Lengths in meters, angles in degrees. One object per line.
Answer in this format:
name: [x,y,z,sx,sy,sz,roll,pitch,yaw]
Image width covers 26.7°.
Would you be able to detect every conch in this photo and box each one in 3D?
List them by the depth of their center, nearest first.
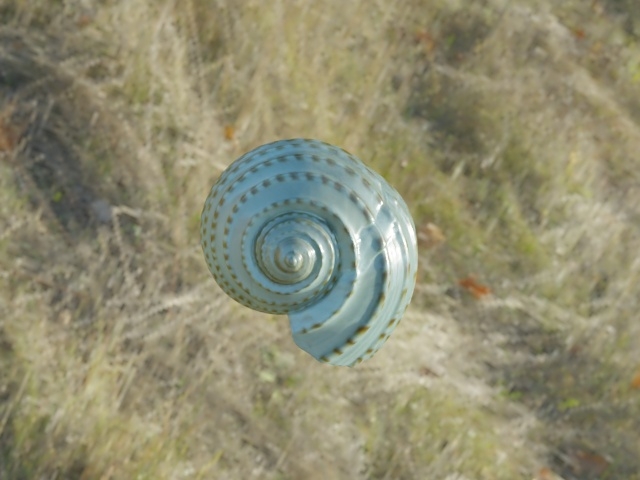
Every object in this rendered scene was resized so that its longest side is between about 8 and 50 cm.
conch: [0.009,-0.008,1.702,0.303,0.215,0.319,42,32,-7]
